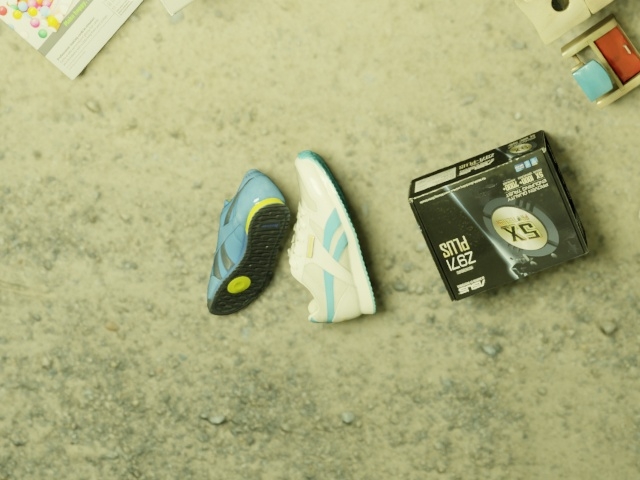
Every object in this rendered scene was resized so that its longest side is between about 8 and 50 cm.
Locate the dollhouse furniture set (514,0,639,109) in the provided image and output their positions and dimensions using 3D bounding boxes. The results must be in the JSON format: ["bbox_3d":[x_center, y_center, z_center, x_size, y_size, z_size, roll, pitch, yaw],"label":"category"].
[{"bbox_3d":[0.326,-0.251,1.843,0.129,0.129,0.183,-34,103,16],"label":"dollhouse furniture set"}]

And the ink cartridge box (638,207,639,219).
[{"bbox_3d":[0.488,-0.130,1.880,0.198,0.115,0.273,3,111,4],"label":"ink cartridge box"}]

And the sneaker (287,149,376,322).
[{"bbox_3d":[0.000,0.000,1.991,0.092,0.087,0.228,-16,109,3],"label":"sneaker"}]

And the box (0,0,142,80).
[{"bbox_3d":[-0.321,-0.308,1.935,0.186,0.038,0.145,42,109,-9],"label":"box"}]

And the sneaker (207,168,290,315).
[{"bbox_3d":[-0.100,0.003,2.025,0.069,0.082,0.209,-3,134,-32],"label":"sneaker"}]

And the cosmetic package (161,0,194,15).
[{"bbox_3d":[-0.094,-0.367,1.844,0.238,0.127,0.107,-32,104,18],"label":"cosmetic package"}]

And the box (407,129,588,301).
[{"bbox_3d":[0.216,-0.029,1.965,0.180,0.077,0.147,-20,108,12],"label":"box"}]
